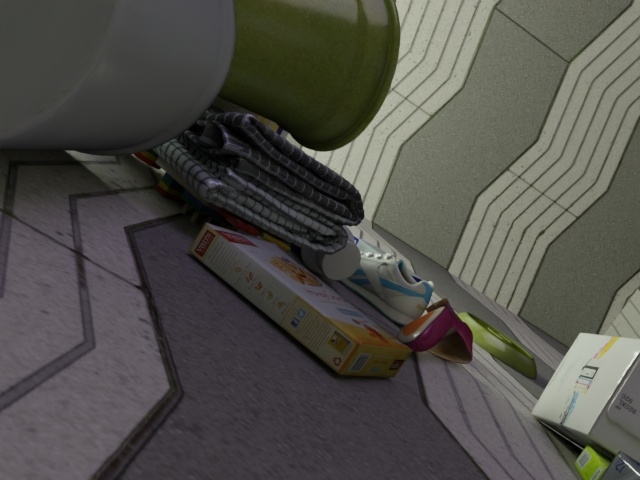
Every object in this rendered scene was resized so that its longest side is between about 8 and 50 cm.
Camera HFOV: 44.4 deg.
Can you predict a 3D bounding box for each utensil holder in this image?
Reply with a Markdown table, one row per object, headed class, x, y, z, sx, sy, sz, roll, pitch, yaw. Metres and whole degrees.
| class | x | y | z | sx | sy | sz | roll | pitch | yaw |
| --- | --- | --- | --- | --- | --- | --- | --- | --- | --- |
| utensil holder | -0.279 | -0.248 | 0.799 | 0.328 | 0.327 | 0.385 | 34 | 8 | 0 |

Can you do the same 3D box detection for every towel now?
| class | x | y | z | sx | sy | sz | roll | pitch | yaw |
| --- | --- | --- | --- | --- | --- | --- | --- | --- | --- |
| towel | -0.095 | -0.108 | 1.130 | 0.284 | 0.121 | 0.235 | 28 | 8 | -43 |

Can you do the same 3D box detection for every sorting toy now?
| class | x | y | z | sx | sy | sz | roll | pitch | yaw |
| --- | --- | --- | --- | --- | --- | --- | --- | --- | --- |
| sorting toy | -0.158 | -0.049 | 1.123 | 0.274 | 0.046 | 0.132 | 38 | 8 | 35 |

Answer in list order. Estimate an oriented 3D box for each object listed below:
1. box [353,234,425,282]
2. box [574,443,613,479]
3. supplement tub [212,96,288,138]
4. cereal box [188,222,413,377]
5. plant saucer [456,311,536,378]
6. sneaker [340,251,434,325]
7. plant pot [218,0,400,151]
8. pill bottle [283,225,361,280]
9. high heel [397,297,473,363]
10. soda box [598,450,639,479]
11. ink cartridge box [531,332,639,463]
| class | x | y | z | sx | sy | sz | roll | pitch | yaw |
| --- | --- | --- | --- | --- | --- | --- | --- | --- | --- |
| box | 0.111 | 0.061 | 1.502 | 0.137 | 0.072 | 0.126 | 37 | 7 | 30 |
| box | 0.443 | 0.358 | 1.075 | 0.178 | 0.042 | 0.109 | 33 | 7 | 4 |
| supplement tub | -0.222 | -0.252 | 1.306 | 0.241 | 0.241 | 0.331 | 37 | 20 | 29 |
| cereal box | -0.020 | 0.071 | 0.916 | 0.240 | 0.047 | 0.173 | 37 | 7 | 25 |
| plant saucer | 0.408 | 0.235 | 1.826 | 0.241 | 0.037 | 0.241 | 32 | 7 | -4 |
| sneaker | 0.095 | 0.056 | 1.379 | 0.229 | 0.092 | 0.087 | 35 | 8 | 21 |
| plant pot | -0.071 | -0.286 | 1.119 | 0.254 | 0.276 | 0.276 | 9 | 21 | -39 |
| pill bottle | 0.000 | 0.000 | 1.316 | 0.094 | 0.094 | 0.169 | 29 | 8 | -33 |
| high heel | 0.190 | 0.166 | 1.230 | 0.117 | 0.082 | 0.244 | 62 | 15 | 4 |
| soda box | 0.429 | 0.351 | 0.858 | 0.286 | 0.091 | 0.098 | 32 | 6 | -13 |
| ink cartridge box | 0.474 | 0.258 | 1.208 | 0.171 | 0.168 | 0.233 | 34 | -6 | -2 |
